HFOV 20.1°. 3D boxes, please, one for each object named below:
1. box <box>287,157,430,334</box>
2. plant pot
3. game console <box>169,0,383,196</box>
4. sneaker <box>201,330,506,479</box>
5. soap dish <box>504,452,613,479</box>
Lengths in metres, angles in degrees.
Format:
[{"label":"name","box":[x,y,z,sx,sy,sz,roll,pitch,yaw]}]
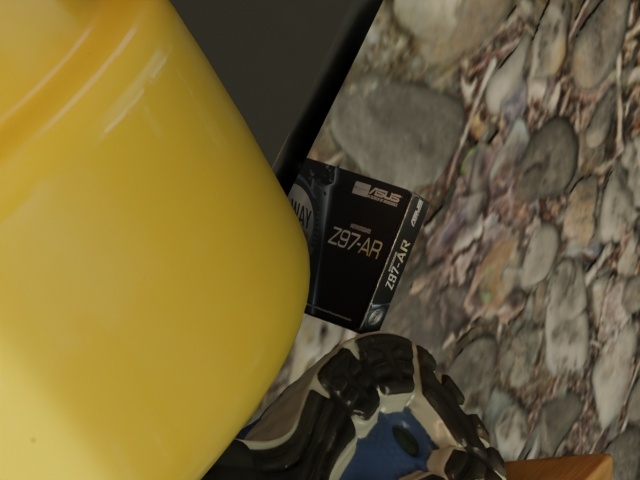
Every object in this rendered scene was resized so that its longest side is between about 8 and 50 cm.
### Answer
[{"label":"box","box":[0.000,0.000,0.812,0.018,0.083,0.067,29,82,-58]},{"label":"plant pot","box":[-0.165,-0.034,0.417,0.254,0.254,0.239,-44,116,-35]},{"label":"game console","box":[-0.122,-0.006,0.613,0.213,0.044,0.361,24,93,-32]},{"label":"sneaker","box":[-0.054,0.146,0.705,0.147,0.130,0.330,-42,166,32]},{"label":"soap dish","box":[0.077,0.283,1.015,0.229,0.118,0.291,-33,133,-48]}]
